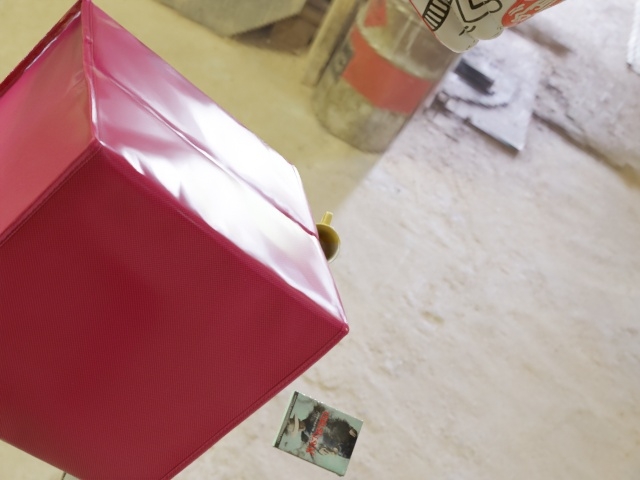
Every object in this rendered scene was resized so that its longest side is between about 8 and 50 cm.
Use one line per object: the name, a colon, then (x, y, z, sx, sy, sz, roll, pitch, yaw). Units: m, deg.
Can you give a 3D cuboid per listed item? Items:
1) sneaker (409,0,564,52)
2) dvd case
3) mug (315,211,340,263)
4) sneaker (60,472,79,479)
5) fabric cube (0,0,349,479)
sneaker: (0.053, -0.228, 0.514, 0.090, 0.145, 0.270, 2, 59, -63)
dvd case: (-0.003, 0.278, 1.453, 0.119, 0.013, 0.087, 27, 71, -16)
mug: (0.000, 0.004, 1.477, 0.062, 0.078, 0.064, 52, -9, 0)
sneaker: (-0.191, 0.283, 0.958, 0.100, 0.108, 0.271, -5, 28, -22)
fabric cube: (-0.174, 0.010, 0.830, 0.258, 0.254, 0.259, 37, 20, -33)
